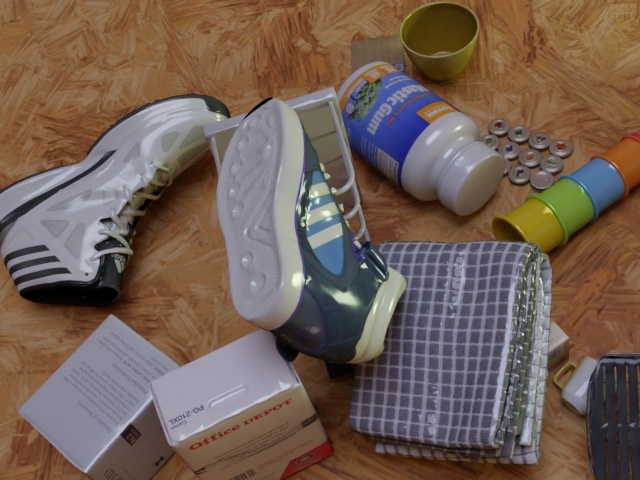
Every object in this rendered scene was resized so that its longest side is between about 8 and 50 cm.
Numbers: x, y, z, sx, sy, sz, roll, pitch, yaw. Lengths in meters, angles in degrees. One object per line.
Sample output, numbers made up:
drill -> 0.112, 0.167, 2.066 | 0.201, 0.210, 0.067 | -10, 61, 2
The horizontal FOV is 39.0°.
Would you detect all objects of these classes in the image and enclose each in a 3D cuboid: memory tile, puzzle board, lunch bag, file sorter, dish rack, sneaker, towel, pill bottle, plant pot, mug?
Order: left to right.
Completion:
sneaker -> -0.310, -0.039, 1.479 | 0.447, 0.169, 0.257 | -30, 63, 2
file sorter -> -0.031, -0.049, 1.330 | 0.193, 0.277, 0.173 | -16, 59, 2
sneaker -> 0.000, 0.000, 1.124 | 0.130, 0.236, 0.322 | -30, 49, 33
lunch bag -> 0.030, 0.144, 1.289 | 0.065, 0.098, 0.067 | -17, 49, -2
puzzle board -> 0.104, -0.320, 1.639 | 0.096, 0.011, 0.128 | -5, 56, 8
pill bottle -> 0.155, -0.158, 1.432 | 0.152, 0.152, 0.272 | -40, 56, -14
plant pot -> 0.209, -0.333, 1.571 | 0.134, 0.095, 0.134 | -6, 55, 9
towel -> 0.164, 0.139, 1.167 | 0.235, 0.121, 0.283 | 0, 72, 31
memory tile -> 0.323, -0.140, 1.465 | 0.148, 0.012, 0.113 | 24, 65, 25
mug -> 0.353, 0.199, 1.211 | 0.062, 0.078, 0.064 | 44, 82, -1
dish rack -> 0.466, 0.230, 1.103 | 0.272, 0.074, 0.208 | -1, 80, 13

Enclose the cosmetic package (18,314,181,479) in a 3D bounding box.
cosmetic package -> -0.283, 0.238, 1.266 | 0.151, 0.151, 0.183 | 31, 69, 28

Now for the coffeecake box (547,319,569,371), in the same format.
coffeecake box -> 0.233, 0.126, 1.272 | 0.142, 0.068, 0.185 | -34, 56, -8

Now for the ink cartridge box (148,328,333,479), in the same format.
ink cartridge box -> -0.095, 0.233, 1.172 | 0.172, 0.237, 0.100 | -26, 55, -5

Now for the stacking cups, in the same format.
stacking cups -> 0.406, -0.080, 1.366 | 0.316, 0.096, 0.096 | -34, 56, -15
